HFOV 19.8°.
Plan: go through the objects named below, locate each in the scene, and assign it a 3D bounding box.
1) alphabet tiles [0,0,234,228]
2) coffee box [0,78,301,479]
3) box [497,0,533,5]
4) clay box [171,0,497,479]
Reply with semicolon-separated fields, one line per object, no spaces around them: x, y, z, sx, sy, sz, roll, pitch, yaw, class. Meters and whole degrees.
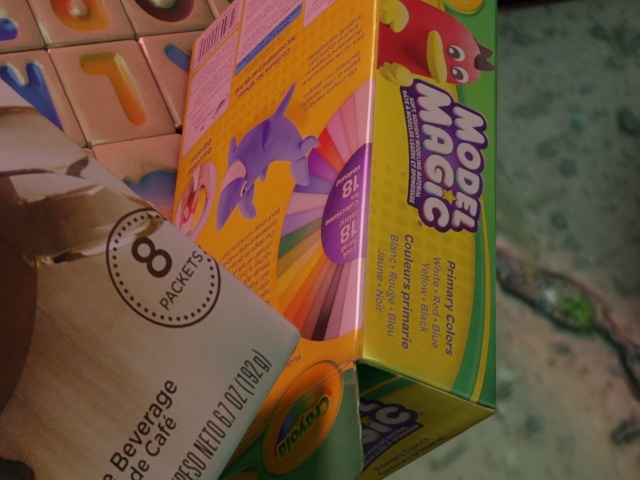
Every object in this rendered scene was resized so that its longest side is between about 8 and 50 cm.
-0.088;-0.049;0.636;0.237;0.009;0.198;-12;73;-42;alphabet tiles
-0.176;0.006;0.453;0.297;0.119;0.168;40;51;-11;coffee box
0.075;-0.288;0.786;0.312;0.179;0.343;-14;73;-43;box
0.000;0.000;0.579;0.053;0.127;0.222;21;54;-26;clay box
